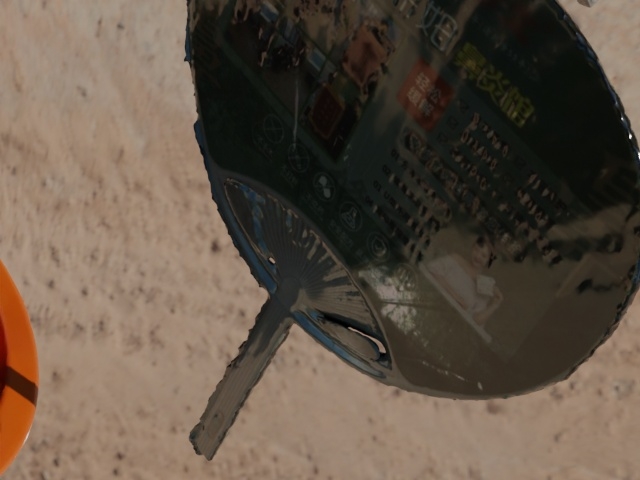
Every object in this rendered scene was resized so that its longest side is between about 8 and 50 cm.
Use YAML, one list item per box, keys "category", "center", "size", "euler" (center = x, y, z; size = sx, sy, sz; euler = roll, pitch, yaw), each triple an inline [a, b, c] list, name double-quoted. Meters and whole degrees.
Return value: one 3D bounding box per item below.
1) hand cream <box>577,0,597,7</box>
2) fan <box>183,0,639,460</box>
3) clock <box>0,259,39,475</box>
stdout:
- category: "hand cream"
  center: [0.057, -0.203, 0.836]
  size: [0.256, 0.055, 0.088]
  euler: [24, 31, 22]
- category: "fan"
  center: [-0.006, -0.032, 0.535]
  size: [0.012, 0.294, 0.223]
  euler: [-24, 92, -42]
- category: "clock"
  center: [-0.211, 0.031, 0.597]
  size: [0.205, 0.051, 0.205]
  euler: [36, 32, -28]
